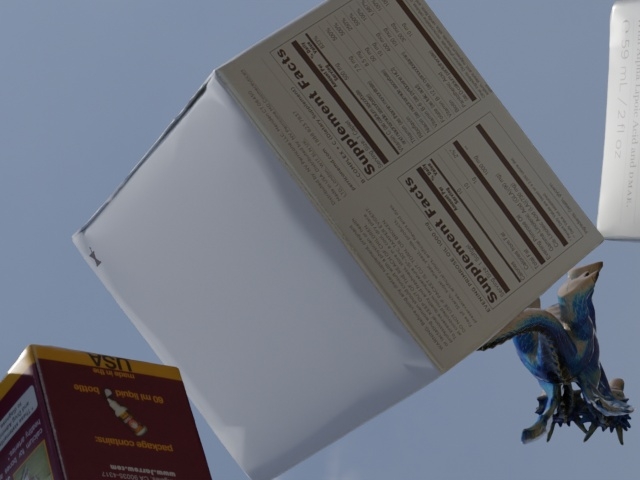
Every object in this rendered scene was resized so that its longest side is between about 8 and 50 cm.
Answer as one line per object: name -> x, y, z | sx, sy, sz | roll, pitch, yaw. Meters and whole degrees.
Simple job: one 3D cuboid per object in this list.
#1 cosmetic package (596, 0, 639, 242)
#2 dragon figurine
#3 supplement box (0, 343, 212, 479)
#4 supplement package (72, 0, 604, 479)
cosmetic package -> 0.281, -0.068, 1.123 | 0.151, 0.183, 0.151 | 4, -91, -30
dragon figurine -> 0.178, 0.098, 1.378 | 0.289, 0.085, 0.144 | -21, -83, -78
supplement box -> -0.094, 0.151, 0.802 | 0.081, 0.104, 0.188 | 12, -137, -36
supplement package -> 0.000, 0.000, 1.134 | 0.145, 0.262, 0.204 | -36, -92, -31
